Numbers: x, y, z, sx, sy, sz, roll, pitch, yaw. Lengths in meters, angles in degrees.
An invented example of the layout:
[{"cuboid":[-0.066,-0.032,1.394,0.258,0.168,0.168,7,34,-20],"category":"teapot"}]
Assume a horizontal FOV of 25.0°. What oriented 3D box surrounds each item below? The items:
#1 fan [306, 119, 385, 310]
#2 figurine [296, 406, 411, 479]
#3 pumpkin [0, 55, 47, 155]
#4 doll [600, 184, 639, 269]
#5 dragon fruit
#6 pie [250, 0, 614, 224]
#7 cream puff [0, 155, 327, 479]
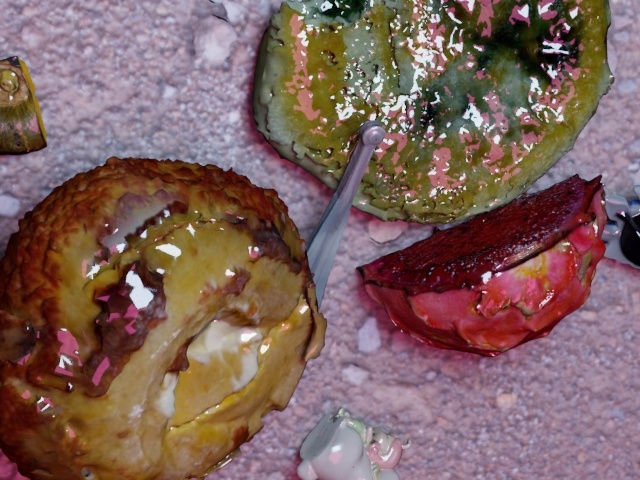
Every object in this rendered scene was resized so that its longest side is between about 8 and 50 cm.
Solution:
[{"cuboid":[0.000,0.000,1.400,0.057,0.023,0.282,15,123,-10],"category":"fan"},{"cuboid":[0.057,0.242,1.491,0.146,0.081,0.098,39,95,-17],"category":"figurine"},{"cuboid":[-0.302,-0.130,1.356,0.073,0.035,0.101,-10,110,4],"category":"pumpkin"},{"cuboid":[0.351,0.003,1.491,0.195,0.070,0.096,37,116,-20],"category":"doll"},{"cuboid":[0.185,0.040,1.430,0.261,0.163,0.189,-26,137,3],"category":"dragon fruit"},{"cuboid":[0.117,-0.163,1.401,0.371,0.078,0.297,-28,109,-3],"category":"pie"},{"cuboid":[-0.168,0.067,1.317,0.350,0.228,0.350,-31,139,-32],"category":"cream puff"}]
